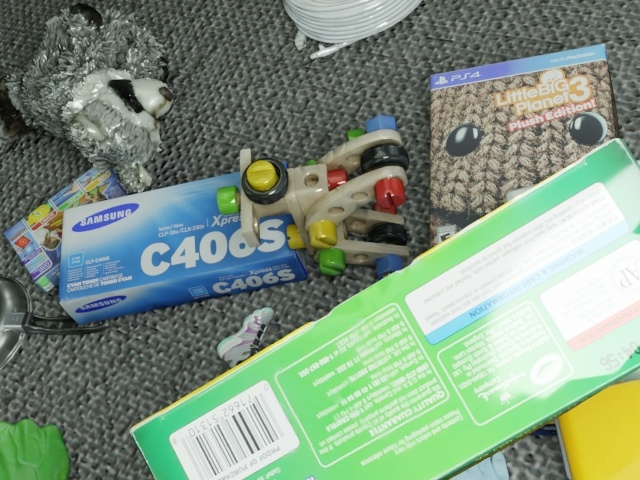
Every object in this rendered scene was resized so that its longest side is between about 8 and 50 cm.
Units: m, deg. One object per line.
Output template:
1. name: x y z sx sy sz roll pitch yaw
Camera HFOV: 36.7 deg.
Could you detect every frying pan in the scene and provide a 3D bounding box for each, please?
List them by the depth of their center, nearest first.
1. frying pan: -0.493 0.152 1.482 0.326 0.053 0.197 16 68 34

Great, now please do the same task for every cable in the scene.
1. cable: 0.055 -0.440 1.583 0.257 0.089 0.257 -18 55 12

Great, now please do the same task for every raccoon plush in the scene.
1. raccoon plush: -0.400 -0.164 1.562 0.446 0.216 0.299 -34 43 38

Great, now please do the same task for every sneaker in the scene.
1. sneaker: -0.088 0.143 1.319 0.098 0.038 0.069 -45 55 4

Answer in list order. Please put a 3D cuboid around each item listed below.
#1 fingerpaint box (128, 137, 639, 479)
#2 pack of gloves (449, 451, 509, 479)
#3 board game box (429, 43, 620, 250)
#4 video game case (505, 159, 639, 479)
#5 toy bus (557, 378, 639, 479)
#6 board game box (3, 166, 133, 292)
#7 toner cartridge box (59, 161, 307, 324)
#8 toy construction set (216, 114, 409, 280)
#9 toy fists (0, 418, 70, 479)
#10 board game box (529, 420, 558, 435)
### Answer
1. fingerpaint box: 0.111 0.120 0.893 0.444 0.371 0.163 -31 79 8
2. pack of gloves: 0.129 0.301 1.061 0.195 0.046 0.232 -7 42 -5
3. board game box: 0.267 -0.078 1.236 0.232 0.141 0.291 -8 58 19
4. video game case: 0.380 0.072 1.037 0.299 0.036 0.329 -13 85 18
5. toy bus: 0.326 0.313 0.942 0.108 0.130 0.333 -16 68 17
6. board game box: -0.391 -0.026 1.540 0.201 0.035 0.136 -38 53 -9
7. toner cartridge box: -0.200 0.005 1.400 0.347 0.075 0.165 -12 56 7
8. toy construction set: 0.000 0.000 1.234 0.237 0.257 0.309 -9 86 0
9. toy fists: -0.471 0.344 1.324 0.279 0.096 0.142 -25 64 5
10. board game box: 0.285 0.148 1.150 0.243 0.042 0.165 -4 60 21
